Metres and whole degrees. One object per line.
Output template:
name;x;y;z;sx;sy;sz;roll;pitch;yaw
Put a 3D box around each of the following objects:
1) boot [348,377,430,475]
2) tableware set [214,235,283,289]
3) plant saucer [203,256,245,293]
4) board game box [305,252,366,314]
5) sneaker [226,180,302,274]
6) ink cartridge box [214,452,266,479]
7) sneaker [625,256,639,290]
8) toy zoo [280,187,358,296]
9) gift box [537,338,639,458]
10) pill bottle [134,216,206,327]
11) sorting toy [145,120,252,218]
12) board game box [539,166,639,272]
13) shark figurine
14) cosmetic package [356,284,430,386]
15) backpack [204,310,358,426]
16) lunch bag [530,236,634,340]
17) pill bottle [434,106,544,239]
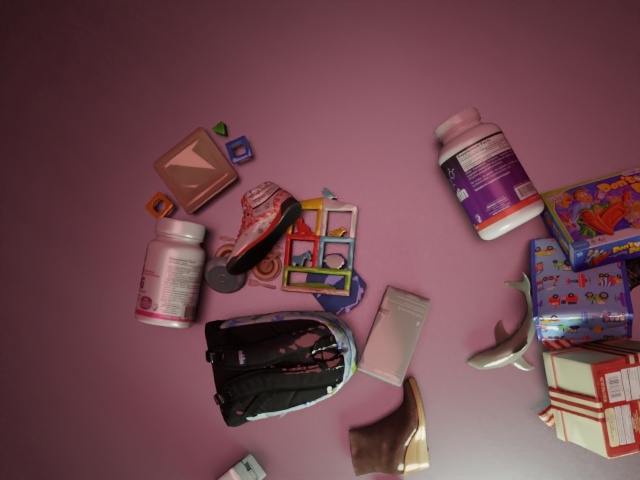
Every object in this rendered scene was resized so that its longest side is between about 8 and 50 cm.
boot;0.174;0.494;1.720;0.206;0.090;0.248;-6;83;8
tableware set;-0.206;0.060;1.819;0.194;0.039;0.128;9;87;7
plant saucer;-0.268;0.101;1.803;0.119;0.021;0.119;3;117;5
board game box;0.042;0.122;1.791;0.133;0.033;0.169;-40;74;2
sneaker;-0.186;-0.040;1.786;0.270;0.090;0.145;-47;60;-2
ink cartridge box;-0.235;0.645;1.704;0.139;0.190;0.082;-40;81;2
sneaker;0.817;0.069;1.660;0.227;0.130;0.087;-32;81;5
toy zoo;0.000;0.000;1.788;0.192;0.030;0.293;3;80;12
gift box;0.683;0.362;1.584;0.276;0.258;0.255;-4;87;-8
pill bottle;-0.402;0.086;1.779;0.160;0.160;0.283;9;87;7
sorting toy;-0.354;-0.195;1.854;0.347;0.047;0.196;-37;79;3
board game box;0.760;-0.066;1.632;0.347;0.078;0.233;-16;41;5
shark figurine;0.519;0.235;1.690;0.166;0.116;0.278;26;91;6
cosmetic package;0.190;0.252;1.713;0.127;0.107;0.238;19;75;6
backpack;-0.083;0.305;1.697;0.355;0.273;0.290;-19;82;29
lunch bag;0.647;0.090;1.639;0.221;0.138;0.293;-4;56;21
pill bottle;0.427;-0.175;1.695;0.181;0.181;0.323;-29;83;4
